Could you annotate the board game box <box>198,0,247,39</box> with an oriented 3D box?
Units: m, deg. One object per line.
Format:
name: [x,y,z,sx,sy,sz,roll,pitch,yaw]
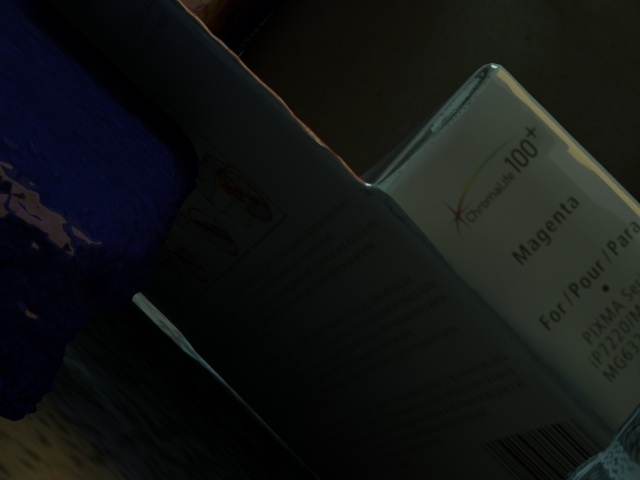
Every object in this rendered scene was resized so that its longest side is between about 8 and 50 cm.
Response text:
board game box: [-0.124,-0.345,1.109,0.356,0.356,0.356,36,5,-4]

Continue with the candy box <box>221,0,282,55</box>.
candy box: [-0.099,-0.286,1.357,0.268,0.317,0.122,44,3,-5]

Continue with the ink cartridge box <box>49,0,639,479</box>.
ink cartridge box: [0.000,0.000,0.615,0.239,0.060,0.275,46,-18,-2]

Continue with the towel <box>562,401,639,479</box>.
towel: [0.145,0.118,0.293,0.121,0.235,0.283,35,9,-49]

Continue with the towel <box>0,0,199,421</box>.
towel: [-0.165,-0.086,0.436,0.308,0.076,0.227,43,7,-6]

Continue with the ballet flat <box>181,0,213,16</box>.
ballet flat: [-0.138,-0.119,0.642,0.241,0.077,0.091,31,38,15]

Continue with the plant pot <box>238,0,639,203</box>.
plant pot: [0.080,-0.086,1.218,0.334,0.305,0.334,44,3,-3]
